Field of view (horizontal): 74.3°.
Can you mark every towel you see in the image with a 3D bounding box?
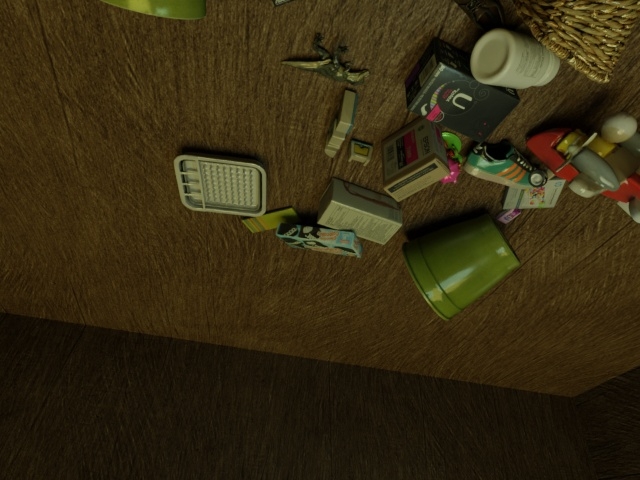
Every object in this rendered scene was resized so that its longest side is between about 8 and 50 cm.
[{"bbox_3d":[-0.207,-0.087,1.796,0.237,0.021,0.102,-12,144,18],"label":"towel"}]

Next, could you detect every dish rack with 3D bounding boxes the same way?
[{"bbox_3d":[-0.368,-0.219,1.607,0.333,0.072,0.285,7,140,-2],"label":"dish rack"}]

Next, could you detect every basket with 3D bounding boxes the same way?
[{"bbox_3d":[0.546,-0.517,0.961,0.214,0.299,0.223,0,141,6],"label":"basket"}]

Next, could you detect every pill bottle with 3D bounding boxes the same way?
[{"bbox_3d":[0.517,-0.469,1.107,0.229,0.131,0.131,-7,149,-32],"label":"pill bottle"}]

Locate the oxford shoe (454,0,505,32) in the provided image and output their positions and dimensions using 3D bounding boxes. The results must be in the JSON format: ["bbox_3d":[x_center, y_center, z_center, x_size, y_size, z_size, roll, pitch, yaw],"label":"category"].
[{"bbox_3d":[0.382,-0.598,1.043,0.227,0.096,0.083,26,138,-22],"label":"oxford shoe"}]

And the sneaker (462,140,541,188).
[{"bbox_3d":[0.642,-0.259,1.422,0.302,0.108,0.121,8,135,-13],"label":"sneaker"}]

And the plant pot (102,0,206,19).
[{"bbox_3d":[-0.374,-0.683,0.918,0.275,0.274,0.293,12,125,-9],"label":"plant pot"}]

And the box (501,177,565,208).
[{"bbox_3d":[0.782,-0.179,1.561,0.186,0.038,0.145,-2,141,7],"label":"box"}]

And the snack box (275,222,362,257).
[{"bbox_3d":[0.000,0.000,1.739,0.322,0.060,0.187,8,166,19],"label":"snack box"}]

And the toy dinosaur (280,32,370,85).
[{"bbox_3d":[0.020,-0.516,1.213,0.268,0.064,0.118,12,147,-4],"label":"toy dinosaur"}]

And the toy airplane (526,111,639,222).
[{"bbox_3d":[0.846,-0.230,1.228,0.385,0.386,0.272,7,125,1],"label":"toy airplane"}]

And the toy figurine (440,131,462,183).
[{"bbox_3d":[0.425,-0.249,1.416,0.130,0.159,0.173,-25,133,32],"label":"toy figurine"}]

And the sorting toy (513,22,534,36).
[{"bbox_3d":[0.552,-0.559,1.138,0.062,0.012,0.083,23,138,-24],"label":"sorting toy"}]

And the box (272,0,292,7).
[{"bbox_3d":[-0.061,-0.690,1.018,0.191,0.045,0.184,-10,136,19],"label":"box"}]

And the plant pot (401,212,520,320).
[{"bbox_3d":[0.576,0.076,1.693,0.353,0.366,0.366,-34,128,22],"label":"plant pot"}]

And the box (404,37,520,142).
[{"bbox_3d":[0.400,-0.426,1.214,0.270,0.143,0.165,17,140,-16],"label":"box"}]

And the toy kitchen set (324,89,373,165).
[{"bbox_3d":[0.119,-0.358,1.378,0.166,0.122,0.207,13,160,-11],"label":"toy kitchen set"}]

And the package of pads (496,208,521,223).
[{"bbox_3d":[0.741,-0.104,1.662,0.050,0.032,0.083,19,139,-21],"label":"package of pads"}]

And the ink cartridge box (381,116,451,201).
[{"bbox_3d":[0.295,-0.267,1.347,0.193,0.234,0.088,-30,130,34],"label":"ink cartridge box"}]

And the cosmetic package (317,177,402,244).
[{"bbox_3d":[0.152,-0.110,1.640,0.296,0.129,0.153,18,141,-16],"label":"cosmetic package"}]
